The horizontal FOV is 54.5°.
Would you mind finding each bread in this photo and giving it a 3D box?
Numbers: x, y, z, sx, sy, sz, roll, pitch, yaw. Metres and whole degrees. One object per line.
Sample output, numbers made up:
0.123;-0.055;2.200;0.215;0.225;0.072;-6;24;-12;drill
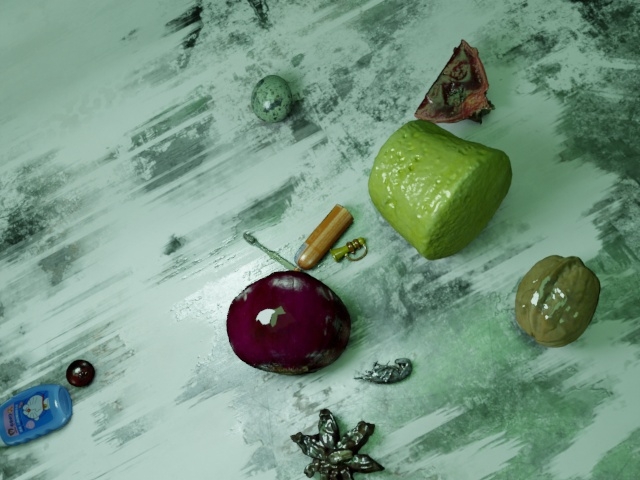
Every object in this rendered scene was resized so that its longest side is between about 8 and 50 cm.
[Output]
0.310;-0.147;1.670;0.348;0.348;0.308;-46;66;-7;bread

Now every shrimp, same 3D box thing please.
0.166;0.354;1.674;0.165;0.056;0.065;-6;85;-1;shrimp

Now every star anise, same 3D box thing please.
0.047;0.539;1.611;0.220;0.099;0.214;-25;77;2;star anise

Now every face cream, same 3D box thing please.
-0.861;0.512;1.807;0.264;0.083;0.149;-23;65;3;face cream

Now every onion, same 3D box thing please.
-0.092;0.212;1.673;0.337;0.260;0.281;3;66;13;onion

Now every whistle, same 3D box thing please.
0.087;0.029;1.813;0.109;0.046;0.057;-23;53;-4;whistle

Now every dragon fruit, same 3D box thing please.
0.421;-0.429;1.873;0.212;0.134;0.262;38;97;9;dragon fruit

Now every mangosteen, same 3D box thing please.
-0.706;0.387;1.825;0.081;0.081;0.080;-4;70;10;mangosteen

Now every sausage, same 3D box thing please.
0.000;0.000;1.824;0.071;0.071;0.234;38;81;21;sausage

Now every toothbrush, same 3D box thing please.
-0.118;0.059;1.853;0.294;0.028;0.026;33;81;15;toothbrush

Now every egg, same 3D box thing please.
-0.155;-0.454;1.983;0.133;0.132;0.172;-2;60;10;egg

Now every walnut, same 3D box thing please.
0.602;0.150;1.590;0.198;0.198;0.244;28;88;19;walnut
